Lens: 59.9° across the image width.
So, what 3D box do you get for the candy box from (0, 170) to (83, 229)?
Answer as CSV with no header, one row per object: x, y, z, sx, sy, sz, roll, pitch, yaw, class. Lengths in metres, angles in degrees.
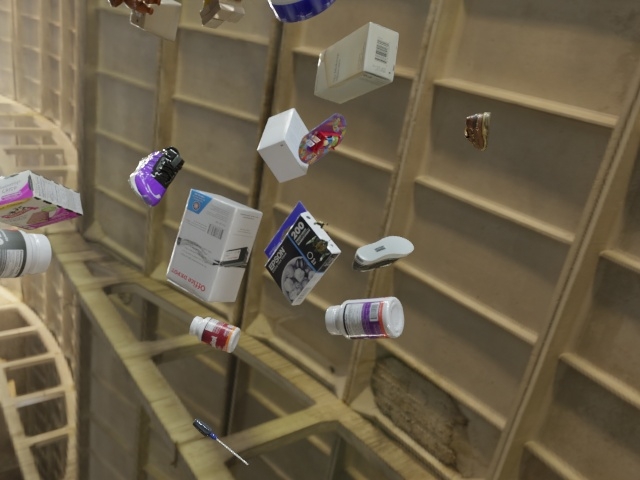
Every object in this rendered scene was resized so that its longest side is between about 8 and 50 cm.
-0.727,-0.094,1.385,0.233,0.159,0.071,59,16,-80,candy box

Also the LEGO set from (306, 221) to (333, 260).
0.003,-0.001,1.124,0.054,0.023,0.083,21,-71,2,LEGO set

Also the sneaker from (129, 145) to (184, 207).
-0.503,-0.220,1.752,0.146,0.102,0.293,-29,-146,11,sneaker

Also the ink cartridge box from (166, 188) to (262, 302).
-0.438,0.023,2.267,0.286,0.166,0.394,23,-82,36,ink cartridge box

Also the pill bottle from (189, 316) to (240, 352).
-0.348,0.305,1.825,0.152,0.086,0.086,18,-64,9,pill bottle

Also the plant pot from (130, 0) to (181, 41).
-0.478,-0.643,1.586,0.109,0.096,0.109,36,-60,31,plant pot

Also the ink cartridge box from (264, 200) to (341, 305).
-0.068,0.032,1.515,0.208,0.045,0.206,52,-59,29,ink cartridge box

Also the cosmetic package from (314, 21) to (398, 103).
0.108,-0.556,1.768,0.309,0.113,0.160,-1,-100,61,cosmetic package

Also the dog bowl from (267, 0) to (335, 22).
-0.068,-0.909,2.005,0.265,0.265,0.104,40,-14,41,dog bowl

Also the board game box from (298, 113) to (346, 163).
0.016,-0.269,1.536,0.033,0.169,0.133,47,-12,26,board game box

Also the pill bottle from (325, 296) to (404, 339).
0.114,0.209,1.478,0.194,0.108,0.108,-8,-90,32,pill bottle

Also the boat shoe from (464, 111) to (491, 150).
0.396,-0.277,1.402,0.060,0.178,0.064,7,-98,16,boat shoe

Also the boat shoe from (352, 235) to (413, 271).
0.189,0.044,1.704,0.077,0.220,0.070,56,-38,31,boat shoe

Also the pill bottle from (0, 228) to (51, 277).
-1.034,0.042,1.776,0.161,0.283,0.161,0,-91,35,pill bottle

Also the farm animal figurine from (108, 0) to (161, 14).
-0.467,-0.710,1.288,0.330,0.172,0.326,121,-12,-81,farm animal figurine

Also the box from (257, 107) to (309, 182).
-0.097,-0.276,1.608,0.091,0.130,0.170,-15,-141,24,box

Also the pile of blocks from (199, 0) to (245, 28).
-0.219,-0.727,1.426,0.149,0.113,0.362,41,-59,28,pile of blocks

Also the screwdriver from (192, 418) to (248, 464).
-0.243,0.493,1.359,0.170,0.024,0.025,32,-78,9,screwdriver
